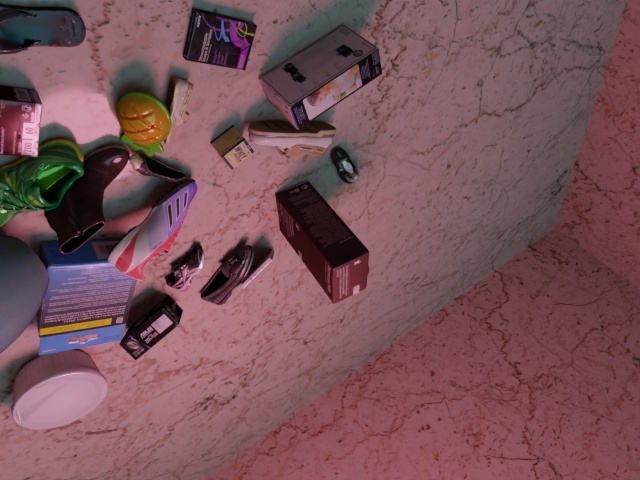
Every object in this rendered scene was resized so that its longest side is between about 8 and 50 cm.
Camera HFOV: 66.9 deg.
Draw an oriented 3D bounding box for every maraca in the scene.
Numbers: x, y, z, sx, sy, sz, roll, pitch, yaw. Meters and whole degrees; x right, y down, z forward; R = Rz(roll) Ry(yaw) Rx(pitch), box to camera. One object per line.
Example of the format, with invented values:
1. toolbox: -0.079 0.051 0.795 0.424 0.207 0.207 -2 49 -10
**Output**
1. maraca: -0.423 -0.276 1.160 0.127 0.099 0.185 18 139 -10

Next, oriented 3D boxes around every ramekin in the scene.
1. ramekin: -0.835 0.464 1.544 0.273 0.127 0.272 -25 142 -21

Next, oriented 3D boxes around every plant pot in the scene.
1. plant pot: -0.763 0.099 1.127 0.195 0.290 0.290 -42 152 -39

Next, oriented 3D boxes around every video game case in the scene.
1. video game case: -0.222 0.099 1.724 0.143 0.019 0.157 -44 -171 5

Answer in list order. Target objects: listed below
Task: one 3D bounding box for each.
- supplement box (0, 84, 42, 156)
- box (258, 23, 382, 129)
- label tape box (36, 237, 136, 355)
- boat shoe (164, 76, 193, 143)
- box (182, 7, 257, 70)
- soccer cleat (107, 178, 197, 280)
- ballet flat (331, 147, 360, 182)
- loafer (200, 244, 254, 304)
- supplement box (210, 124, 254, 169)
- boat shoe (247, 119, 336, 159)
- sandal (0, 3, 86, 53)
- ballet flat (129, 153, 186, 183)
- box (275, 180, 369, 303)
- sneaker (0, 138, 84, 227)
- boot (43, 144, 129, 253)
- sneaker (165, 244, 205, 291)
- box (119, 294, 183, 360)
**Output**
1. supplement box: -0.698 -0.244 0.962 0.239 0.073 0.130 -4 131 -39
2. box: 0.000 -0.446 1.311 0.290 0.169 0.087 -36 147 -9
3. label tape box: -0.671 0.156 1.383 0.241 0.106 0.333 -4 131 -41
4. boat shoe: -0.354 -0.318 1.208 0.059 0.063 0.170 0 128 -35
5. box: -0.241 -0.481 1.168 0.162 0.029 0.116 -5 131 -38
6. soccer cleat: -0.430 -0.033 1.326 0.318 0.116 0.108 -52 -173 -21
7. ballet flat: 0.096 -0.245 1.693 0.074 0.074 0.203 -41 145 1
8. loafer: -0.325 0.122 1.682 0.084 0.096 0.267 14 121 -41
9. supplement box: -0.246 -0.260 1.351 0.083 0.083 0.056 -39 144 -3
10. boat shoe: -0.082 -0.293 1.441 0.302 0.113 0.103 -9 128 -38
11. sandal: -0.582 -0.399 0.918 0.255 0.054 0.097 -21 140 -25
12. ballet flat: -0.426 -0.193 1.270 0.049 0.057 0.173 -16 165 25
13. box: 0.000 0.000 1.596 0.143 0.381 0.191 -26 142 -20
14. sneaker: -0.665 -0.113 1.088 0.295 0.123 0.109 -38 145 -3
15. boot: -0.533 -0.100 1.150 0.248 0.207 0.090 -38 145 -4
16. sneaker: -0.439 0.091 1.564 0.077 0.072 0.178 19 109 -39
17. box: -0.549 0.282 1.585 0.180 0.147 0.077 -40 104 -1
